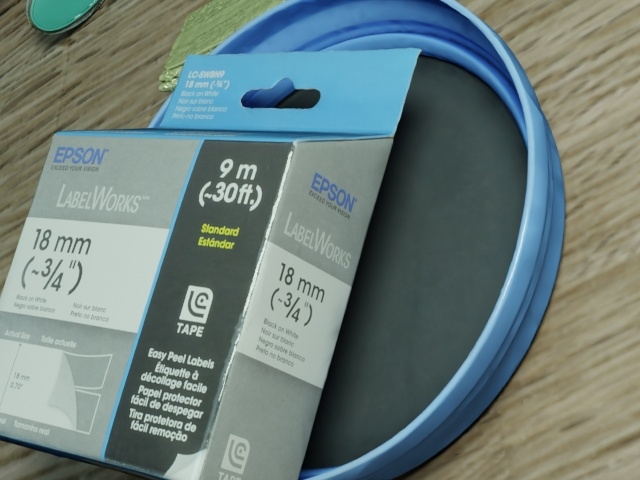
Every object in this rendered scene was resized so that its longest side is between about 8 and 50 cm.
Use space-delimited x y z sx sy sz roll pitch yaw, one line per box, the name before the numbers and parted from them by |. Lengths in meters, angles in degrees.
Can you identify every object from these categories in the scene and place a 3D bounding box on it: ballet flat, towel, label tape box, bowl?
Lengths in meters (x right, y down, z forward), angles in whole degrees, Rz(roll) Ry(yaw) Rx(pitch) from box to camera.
ballet flat | -0.220 -0.282 1.306 0.188 0.070 0.070 -49 48 7
towel | -0.071 -0.183 1.133 0.148 0.027 0.110 -27 31 27
label tape box | -0.093 -0.002 0.929 0.240 0.106 0.334 5 73 40
bowl | 0.000 0.000 0.978 0.391 0.077 0.391 -17 60 33
